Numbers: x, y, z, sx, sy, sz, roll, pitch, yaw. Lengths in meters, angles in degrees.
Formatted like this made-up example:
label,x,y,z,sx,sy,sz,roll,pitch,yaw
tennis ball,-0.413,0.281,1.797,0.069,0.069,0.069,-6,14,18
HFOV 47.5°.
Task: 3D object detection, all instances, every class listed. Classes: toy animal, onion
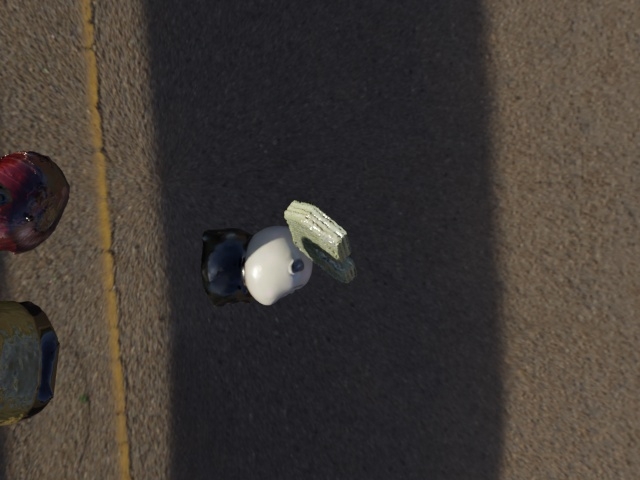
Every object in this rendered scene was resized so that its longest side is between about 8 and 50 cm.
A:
label,x,y,z,sx,sy,sz,roll,pitch,yaw
toy animal,-0.133,0.053,1.595,0.235,0.187,0.165,-2,119,11
onion,-0.694,-0.096,1.644,0.219,0.252,0.252,39,85,14

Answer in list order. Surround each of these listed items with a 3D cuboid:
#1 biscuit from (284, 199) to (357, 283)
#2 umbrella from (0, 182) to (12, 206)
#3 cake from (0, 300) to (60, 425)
label,x,y,z,sx,sy,sz,roll,pitch,yaw
biscuit,0.000,0.000,1.372,0.147,0.250,0.046,39,78,17
umbrella,-0.357,0.034,0.674,0.071,0.080,0.224,33,46,-18
cake,-0.503,0.174,1.034,0.207,0.178,0.185,-28,70,26
